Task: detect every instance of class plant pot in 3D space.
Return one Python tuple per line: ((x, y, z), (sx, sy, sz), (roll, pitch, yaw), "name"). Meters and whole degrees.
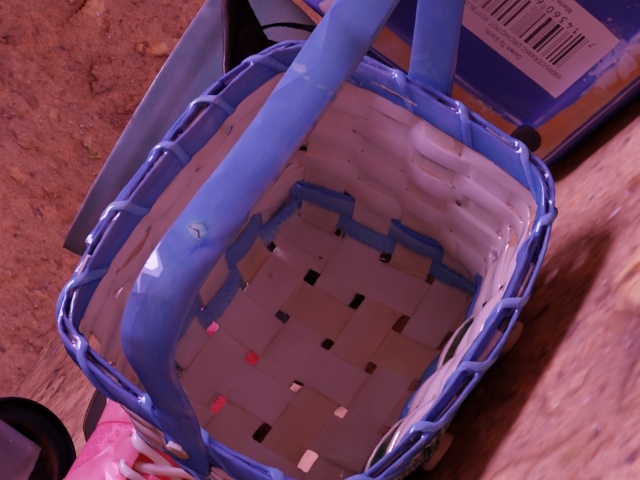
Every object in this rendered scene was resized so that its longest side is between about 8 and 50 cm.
((0.130, -0.193, 0.922), (0.236, 0.236, 0.212), (-43, 19, 37), "plant pot")
((-0.064, -0.069, 1.342), (0.293, 0.196, 0.293), (-59, 5, 9), "plant pot")

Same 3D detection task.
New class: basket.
((0.000, 0.000, 0.739), (0.254, 0.201, 0.289), (-55, -20, -22), "basket")

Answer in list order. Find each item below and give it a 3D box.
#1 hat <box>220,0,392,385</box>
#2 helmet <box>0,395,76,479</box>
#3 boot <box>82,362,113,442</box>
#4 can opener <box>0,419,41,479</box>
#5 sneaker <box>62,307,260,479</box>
((0.020, -0.061, 1.059), (0.134, 0.331, 0.331), (-11, 16, 4), "hat")
((-0.307, 0.236, 1.456), (0.169, 0.169, 0.161), (-50, 26, 1), "helmet")
((-0.156, 0.144, 1.351), (0.219, 0.082, 0.106), (-42, 10, 32), "boot")
((-0.187, 0.192, 0.563), (0.283, 0.095, 0.076), (-51, 9, -8), "can opener")
((-0.124, 0.182, 1.068), (0.313, 0.116, 0.136), (-55, 18, 16), "sneaker")
